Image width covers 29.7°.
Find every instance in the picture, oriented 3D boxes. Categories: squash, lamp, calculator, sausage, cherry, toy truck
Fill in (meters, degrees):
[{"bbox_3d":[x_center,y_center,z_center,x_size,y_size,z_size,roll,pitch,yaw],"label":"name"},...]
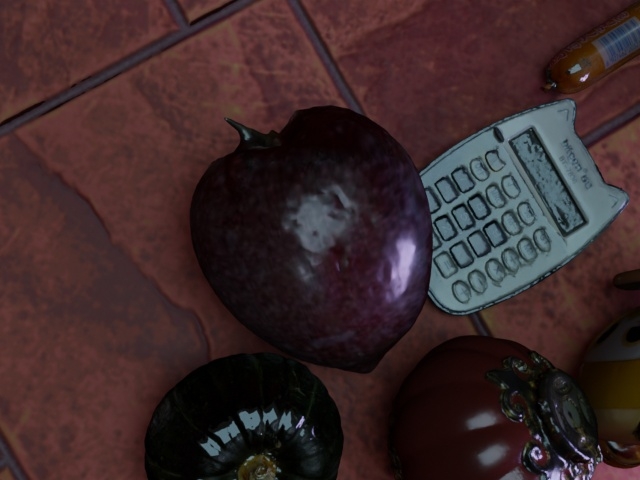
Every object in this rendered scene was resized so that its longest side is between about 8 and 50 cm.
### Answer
[{"bbox_3d":[-0.074,0.201,1.171,0.193,0.156,0.193,1,98,7],"label":"squash"},{"bbox_3d":[0.168,0.207,1.210,0.227,0.227,0.227,1,85,-14],"label":"lamp"},{"bbox_3d":[0.198,-0.033,1.316,0.268,0.040,0.177,-31,93,-14],"label":"calculator"},{"bbox_3d":[0.388,-0.258,1.376,0.348,0.053,0.053,-32,94,-15],"label":"sausage"},{"bbox_3d":[0.000,0.000,1.183,0.230,0.203,0.300,-31,106,-22],"label":"cherry"},{"bbox_3d":[0.411,0.134,1.272,0.288,0.204,0.211,0,83,-14],"label":"toy truck"}]
